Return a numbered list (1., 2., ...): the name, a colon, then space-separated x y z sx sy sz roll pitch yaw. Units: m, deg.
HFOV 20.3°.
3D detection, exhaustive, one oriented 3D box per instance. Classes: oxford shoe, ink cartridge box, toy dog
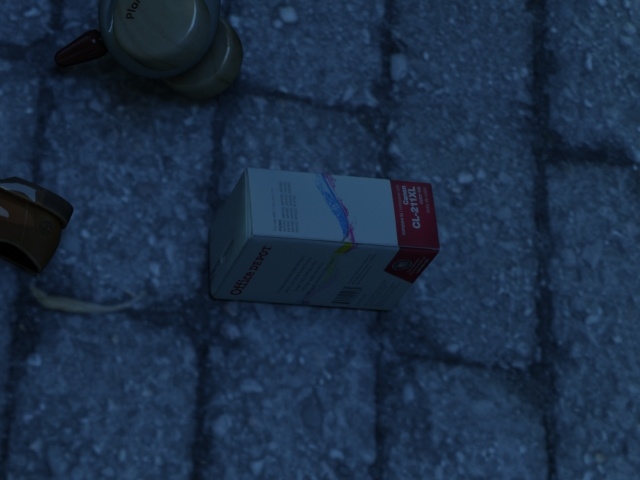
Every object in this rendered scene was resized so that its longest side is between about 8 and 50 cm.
1. oxford shoe: -0.320 -0.032 1.512 0.212 0.076 0.076 21 70 -9
2. ink cartridge box: 0.000 0.000 1.582 0.175 0.127 0.072 5 62 -19
3. toy dog: -0.170 -0.275 1.642 0.161 0.220 0.333 -7 55 10
